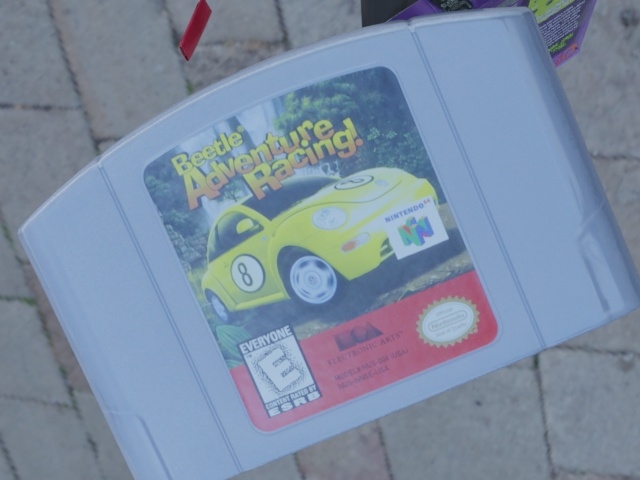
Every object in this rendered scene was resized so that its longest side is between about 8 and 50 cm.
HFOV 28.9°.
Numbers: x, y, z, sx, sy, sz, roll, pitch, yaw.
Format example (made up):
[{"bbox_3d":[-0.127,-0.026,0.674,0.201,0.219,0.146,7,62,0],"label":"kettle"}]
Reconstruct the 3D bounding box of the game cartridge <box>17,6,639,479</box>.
[{"bbox_3d":[0.000,0.000,0.655,0.294,0.060,0.196,-24,95,6],"label":"game cartridge"}]

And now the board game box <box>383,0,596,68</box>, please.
[{"bbox_3d":[0.118,-0.155,1.110,0.056,0.346,0.208,45,158,25],"label":"board game box"}]

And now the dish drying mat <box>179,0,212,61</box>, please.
[{"bbox_3d":[-0.163,-0.275,1.610,0.008,0.083,0.032,6,152,26],"label":"dish drying mat"}]

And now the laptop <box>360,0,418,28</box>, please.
[{"bbox_3d":[0.173,-0.408,1.592,0.408,0.236,0.382,23,120,60],"label":"laptop"}]
